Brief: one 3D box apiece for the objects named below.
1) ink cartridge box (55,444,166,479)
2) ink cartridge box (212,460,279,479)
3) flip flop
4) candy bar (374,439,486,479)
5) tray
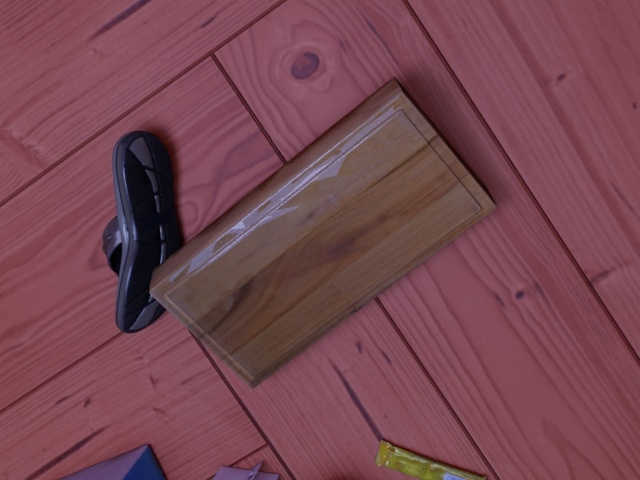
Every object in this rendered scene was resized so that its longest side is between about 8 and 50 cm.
[{"bbox_3d":[-0.295,0.473,1.334,0.198,0.197,0.270,-24,97,12],"label":"ink cartridge box"},{"bbox_3d":[-0.113,0.391,1.346,0.090,0.092,0.143,7,101,7],"label":"ink cartridge box"},{"bbox_3d":[-0.254,-0.012,1.290,0.080,0.112,0.276,8,107,35],"label":"flip flop"},{"bbox_3d":[0.156,0.323,1.331,0.162,0.018,0.040,18,106,4],"label":"candy bar"},{"bbox_3d":[0.000,0.000,1.232,0.411,0.076,0.203,-37,112,14],"label":"tray"}]
